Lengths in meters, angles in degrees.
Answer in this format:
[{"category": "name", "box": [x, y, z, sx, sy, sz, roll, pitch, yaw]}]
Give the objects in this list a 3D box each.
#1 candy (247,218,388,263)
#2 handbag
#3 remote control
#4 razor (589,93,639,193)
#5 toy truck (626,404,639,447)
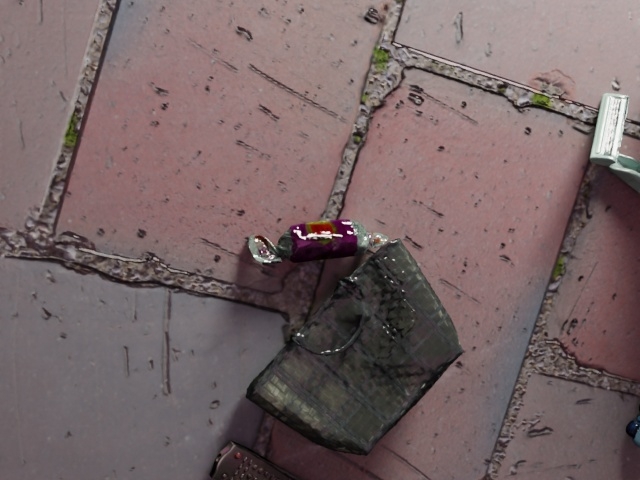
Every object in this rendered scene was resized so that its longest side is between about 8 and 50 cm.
[{"category": "candy", "box": [0.000, 0.000, 1.686, 0.175, 0.045, 0.043, -6, 138, -21]}, {"category": "handbag", "box": [0.051, 0.142, 1.722, 0.270, 0.089, 0.175, -46, 105, -6]}, {"category": "remote control", "box": [-0.044, 0.318, 1.749, 0.212, 0.028, 0.059, 34, 93, -23]}, {"category": "razor", "box": [0.442, -0.068, 1.835, 0.278, 0.056, 0.111, 40, 51, -29]}, {"category": "toy truck", "box": [0.471, 0.264, 1.920, 0.090, 0.056, 0.073, 38, 81, -36]}]
